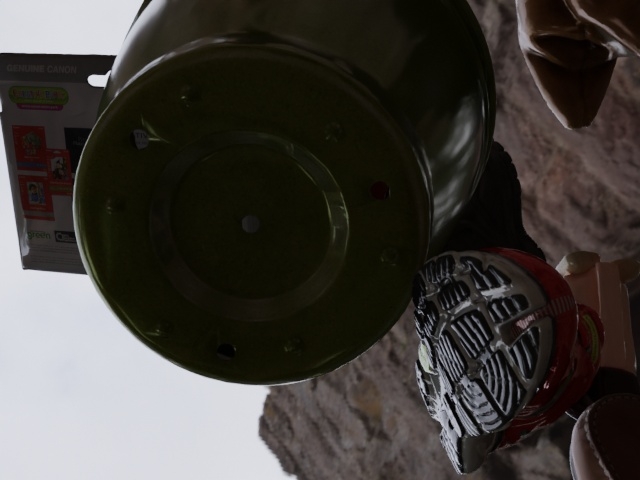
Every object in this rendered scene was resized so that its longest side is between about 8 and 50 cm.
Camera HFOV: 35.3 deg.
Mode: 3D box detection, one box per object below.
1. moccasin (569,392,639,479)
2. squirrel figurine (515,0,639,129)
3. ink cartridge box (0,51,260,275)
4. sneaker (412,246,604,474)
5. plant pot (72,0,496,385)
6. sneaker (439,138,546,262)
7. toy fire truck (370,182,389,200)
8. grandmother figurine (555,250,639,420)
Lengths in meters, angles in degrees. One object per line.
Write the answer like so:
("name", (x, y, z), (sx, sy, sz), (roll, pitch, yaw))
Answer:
("moccasin", (0.309, 0.231, 0.661), (0.139, 0.147, 0.380), (-10, -141, -21))
("squirrel figurine", (0.345, -0.383, 1.162), (0.281, 0.370, 0.397), (-29, -99, -2))
("ink cartridge box", (-0.207, -0.099, 1.196), (0.309, 0.272, 0.130), (5, -157, 16))
("sneaker", (0.128, 0.065, 0.643), (0.118, 0.279, 0.107), (-22, -111, -7))
("plant pot", (-0.031, -0.068, 0.810), (0.366, 0.367, 0.353), (16, -160, 0))
("sneaker", (0.187, -0.015, 1.229), (0.130, 0.109, 0.286), (-10, -123, -5))
("toy fire truck", (0.000, 0.000, 1.307), (0.169, 0.302, 0.254), (25, -140, -22))
("grandmother figurine", (0.384, 0.184, 1.356), (0.207, 0.104, 0.342), (5, -119, -10))
